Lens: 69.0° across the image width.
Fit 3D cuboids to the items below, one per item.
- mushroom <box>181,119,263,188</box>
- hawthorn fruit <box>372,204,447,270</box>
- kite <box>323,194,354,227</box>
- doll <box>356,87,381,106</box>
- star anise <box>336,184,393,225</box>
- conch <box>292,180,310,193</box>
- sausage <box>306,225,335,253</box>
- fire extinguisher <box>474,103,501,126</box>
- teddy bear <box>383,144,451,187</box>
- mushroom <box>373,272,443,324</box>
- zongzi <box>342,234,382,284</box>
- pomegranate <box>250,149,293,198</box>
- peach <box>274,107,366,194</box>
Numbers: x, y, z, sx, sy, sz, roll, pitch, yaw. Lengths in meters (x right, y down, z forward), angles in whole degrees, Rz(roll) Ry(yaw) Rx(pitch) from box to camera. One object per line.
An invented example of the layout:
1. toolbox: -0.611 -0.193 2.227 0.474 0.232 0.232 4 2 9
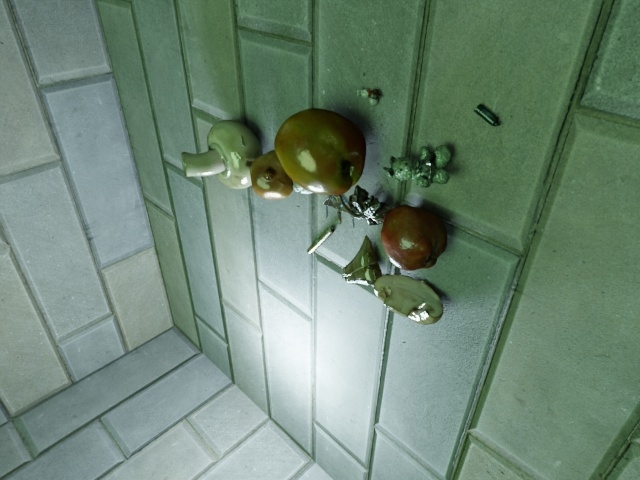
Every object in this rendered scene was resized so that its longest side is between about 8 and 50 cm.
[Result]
1. mushroom: -0.424 -0.384 2.111 0.356 0.315 0.315 -2 117 13
2. hawthorn fruit: 0.284 -0.026 1.538 0.262 0.211 0.210 43 141 33
3. kite: 0.072 -0.135 1.880 0.183 0.010 0.160 24 131 39
4. doll: 0.159 -0.477 1.517 0.085 0.040 0.058 46 152 17
5. star anise: 0.162 -0.118 1.678 0.231 0.089 0.209 4 145 51
6. conch: -0.055 -0.250 1.877 0.116 0.106 0.173 16 158 2
7. sausage: 0.000 0.000 2.039 0.033 0.033 0.269 55 144 8
8. fire extinguisher: 0.457 -0.335 1.267 0.083 0.025 0.038 47 180 18
9. teddy bear: 0.316 -0.224 1.450 0.213 0.111 0.133 4 75 38
10. mushroom: 0.331 0.237 1.723 0.286 0.156 0.151 27 152 36
11. zongzi: 0.155 0.081 1.862 0.194 0.099 0.197 -10 96 52
12. pomegranate: -0.200 -0.274 1.953 0.209 0.209 0.209 29 134 35
13. peach: -0.007 -0.309 1.611 0.332 0.308 0.307 29 134 29
